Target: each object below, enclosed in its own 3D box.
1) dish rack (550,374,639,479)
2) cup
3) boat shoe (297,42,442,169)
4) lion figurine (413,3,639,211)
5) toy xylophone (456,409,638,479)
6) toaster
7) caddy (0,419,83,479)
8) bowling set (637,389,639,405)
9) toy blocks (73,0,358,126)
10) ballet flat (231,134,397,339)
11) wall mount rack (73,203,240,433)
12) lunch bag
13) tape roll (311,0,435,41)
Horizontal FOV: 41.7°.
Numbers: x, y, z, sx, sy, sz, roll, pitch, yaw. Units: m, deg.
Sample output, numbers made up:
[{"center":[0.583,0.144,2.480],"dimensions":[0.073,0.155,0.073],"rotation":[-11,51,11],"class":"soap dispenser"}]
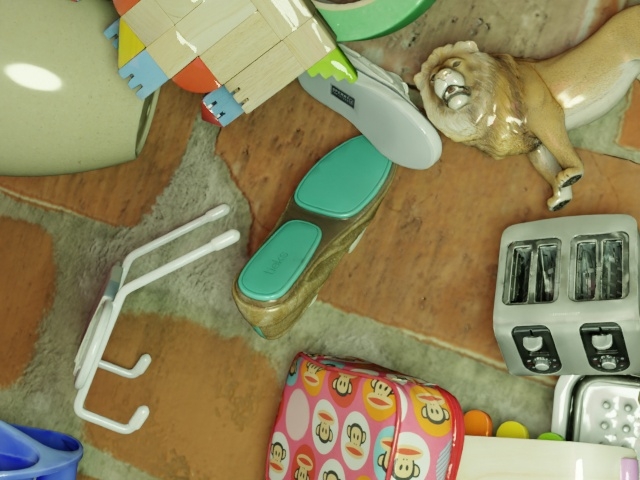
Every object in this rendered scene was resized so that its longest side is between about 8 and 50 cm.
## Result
[{"center":[0.435,0.287,0.969],"dimensions":[0.332,0.072,0.286],"rotation":[5,87,21],"class":"dish rack"},{"center":[-0.363,-0.230,1.227],"dimensions":[0.236,0.331,0.331],"rotation":[15,90,-6],"class":"cup"},{"center":[0.079,-0.197,1.143],"dimensions":[0.084,0.095,0.258],"rotation":[-33,64,-31],"class":"boat shoe"},{"center":[0.331,-0.198,1.045],"dimensions":[0.392,0.142,0.240],"rotation":[-23,68,3],"class":"lion figurine"},{"center":[0.203,0.320,0.985],"dimensions":[0.322,0.081,0.236],"rotation":[3,78,43],"class":"toy xylophone"},{"center":[0.302,0.061,0.994],"dimensions":[0.168,0.110,0.186],"rotation":[-4,51,26],"class":"toaster"},{"center":[-0.517,0.338,1.241],"dimensions":[0.341,0.241,0.179],"rotation":[4,92,21],"class":"caddy"},{"center":[0.397,0.181,0.870],"dimensions":[0.200,0.286,0.154],"rotation":[-40,60,48],"class":"bowling set"},{"center":[-0.167,-0.292,1.078],"dimensions":[0.260,0.191,0.381],"rotation":[-34,108,15],"class":"toy blocks"},{"center":[0.000,0.000,1.118],"dimensions":[0.116,0.124,0.342],"rotation":[19,51,20],"class":"ballet flat"},{"center":[-0.236,0.082,1.161],"dimensions":[0.130,0.350,0.304],"rotation":[23,97,-15],"class":"wall mount rack"},{"center":[0.037,0.280,1.026],"dimensions":[0.293,0.120,0.258],"rotation":[7,85,61],"class":"lunch bag"},{"center":[0.035,-0.435,1.145],"dimensions":[0.321,0.077,0.322],"rotation":[5,105,20],"class":"tape roll"}]
